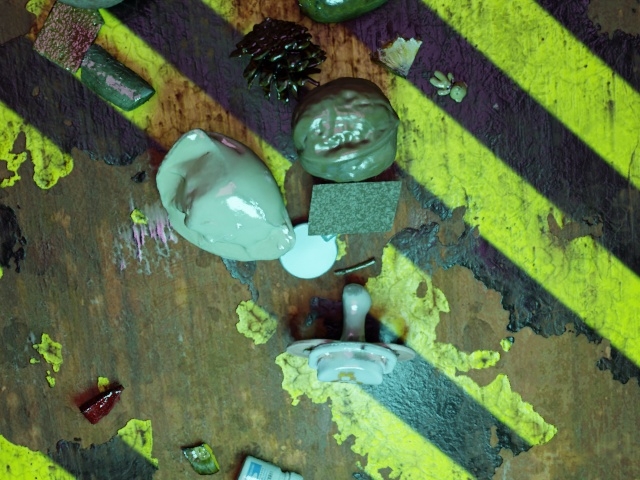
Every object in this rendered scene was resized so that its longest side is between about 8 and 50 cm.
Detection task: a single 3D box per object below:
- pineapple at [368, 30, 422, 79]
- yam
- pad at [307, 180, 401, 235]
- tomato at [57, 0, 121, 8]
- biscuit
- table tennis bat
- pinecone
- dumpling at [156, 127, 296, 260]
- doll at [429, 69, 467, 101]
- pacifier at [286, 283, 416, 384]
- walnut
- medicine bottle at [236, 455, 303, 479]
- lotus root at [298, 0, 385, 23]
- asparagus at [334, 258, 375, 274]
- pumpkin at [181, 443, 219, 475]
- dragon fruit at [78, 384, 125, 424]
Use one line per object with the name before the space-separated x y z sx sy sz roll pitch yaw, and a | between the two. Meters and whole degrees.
pineapple | 0.197 -0.460 1.773 0.137 0.069 0.116 -21 97 1
yam | -0.513 -0.397 1.767 0.183 0.107 0.107 35 97 -6
pad | 0.085 -0.080 1.791 0.235 0.003 0.158 -4 128 -17
tomato | -0.548 -0.694 1.621 0.317 0.282 0.316 9 72 -29
biscuit | -0.617 -0.552 1.780 0.131 0.026 0.237 30 96 -6
table tennis bat | 0.000 0.000 1.855 0.244 0.040 0.153 -39 102 8
pinecone | -0.096 -0.432 1.707 0.202 0.229 0.201 -47 124 6
dumpling | -0.248 -0.090 1.788 0.395 0.233 0.315 43 128 -19
doll | 0.327 -0.395 1.804 0.093 0.051 0.061 34 99 25
pacifier | 0.079 0.263 1.811 0.332 0.273 0.220 4 125 -2
walnut | 0.062 -0.266 1.720 0.273 0.227 0.273 1 102 4
medicine bottle | -0.141 0.659 1.915 0.168 0.105 0.105 22 98 -3
lotus root | 0.070 -0.623 1.708 0.275 0.152 0.160 -20 107 4
asparagus | 0.091 0.073 1.876 0.114 0.014 0.015 -20 97 3
pumpkin | -0.327 0.599 1.944 0.073 0.035 0.101 -23 101 15
dragon fruit | -0.580 0.444 1.906 0.131 0.097 0.063 -35 101 -15
